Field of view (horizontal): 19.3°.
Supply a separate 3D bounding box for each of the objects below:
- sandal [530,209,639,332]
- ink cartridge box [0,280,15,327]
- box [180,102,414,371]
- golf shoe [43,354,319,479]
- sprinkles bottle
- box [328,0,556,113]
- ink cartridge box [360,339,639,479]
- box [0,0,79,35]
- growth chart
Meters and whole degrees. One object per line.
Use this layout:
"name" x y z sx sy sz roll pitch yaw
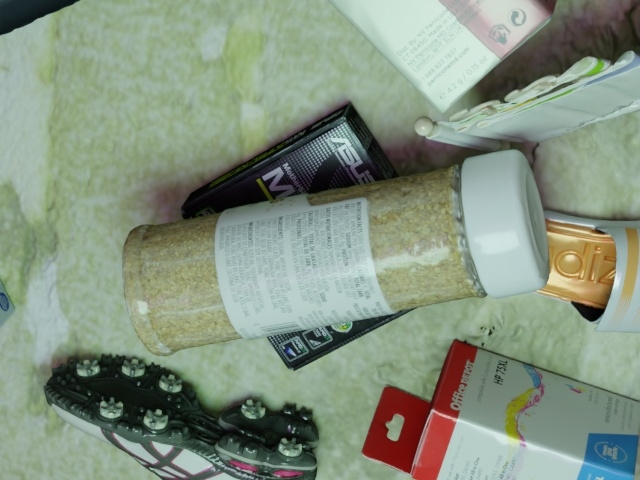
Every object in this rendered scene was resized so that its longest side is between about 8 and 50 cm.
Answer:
"sandal" 0.242 0.035 1.639 0.265 0.076 0.102 8 115 9
"ink cartridge box" -0.380 -0.002 1.781 0.097 0.046 0.207 -16 109 20
"box" 0.000 0.000 1.697 0.184 0.045 0.191 -27 106 23
"golf shoe" -0.139 0.198 1.787 0.272 0.105 0.120 18 123 5
"sprinkles bottle" 0.012 0.014 1.608 0.355 0.121 0.121 -11 111 15
"box" 0.071 -0.241 1.515 0.232 0.148 0.127 45 114 -9
"ink cartridge box" 0.164 0.171 1.685 0.231 0.134 0.078 18 117 4
"box" -0.306 -0.335 1.498 0.312 0.179 0.343 -21 92 19
"growth chart" 0.208 -0.117 1.542 0.237 0.172 0.021 -19 75 22
